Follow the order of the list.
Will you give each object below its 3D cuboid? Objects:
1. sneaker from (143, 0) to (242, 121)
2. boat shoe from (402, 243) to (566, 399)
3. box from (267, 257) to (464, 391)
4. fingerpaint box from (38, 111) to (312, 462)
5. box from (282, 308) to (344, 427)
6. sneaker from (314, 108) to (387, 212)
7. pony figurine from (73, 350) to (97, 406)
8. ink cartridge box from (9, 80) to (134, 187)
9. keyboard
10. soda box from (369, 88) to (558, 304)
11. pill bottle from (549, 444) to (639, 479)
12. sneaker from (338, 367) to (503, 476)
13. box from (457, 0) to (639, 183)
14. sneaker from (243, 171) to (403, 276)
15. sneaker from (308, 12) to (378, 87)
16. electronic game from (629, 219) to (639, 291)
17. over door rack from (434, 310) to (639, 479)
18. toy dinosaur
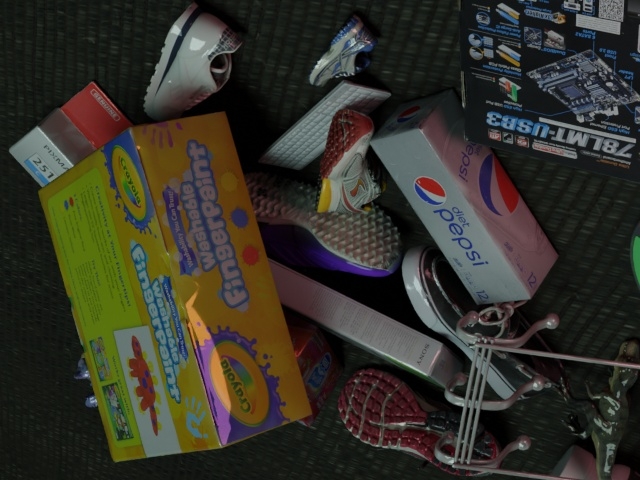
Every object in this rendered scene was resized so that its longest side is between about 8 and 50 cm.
[{"bbox_3d":[-0.183,-0.230,1.753,0.094,0.090,0.235,29,146,-2],"label":"sneaker"},{"bbox_3d":[0.236,0.113,1.736,0.105,0.113,0.306,-18,120,42],"label":"boat shoe"},{"bbox_3d":[0.052,0.125,1.865,0.322,0.059,0.232,27,175,18],"label":"box"},{"bbox_3d":[-0.223,0.080,1.811,0.371,0.163,0.445,-22,83,56],"label":"fingerpaint box"},{"bbox_3d":[-0.062,0.199,2.008,0.128,0.123,0.257,26,166,20],"label":"box"},{"bbox_3d":[0.049,-0.106,1.680,0.092,0.088,0.225,7,157,-4],"label":"sneaker"},{"bbox_3d":[-0.279,0.242,2.240,0.363,0.303,0.351,-12,153,44],"label":"pony figurine"},{"bbox_3d":[-0.354,-0.097,2.063,0.296,0.066,0.261,48,145,-14],"label":"ink cartridge box"},{"bbox_3d":[0.001,-0.154,1.701,0.072,0.014,0.256,15,153,-25],"label":"keyboard"},{"bbox_3d":[0.190,-0.052,1.609,0.098,0.091,0.286,-11,122,49],"label":"soda box"},{"bbox_3d":[0.465,0.436,1.847,0.278,0.162,0.162,32,144,8],"label":"pill bottle"},{"bbox_3d":[0.159,0.311,2.026,0.299,0.121,0.112,26,174,29],"label":"sneaker"},{"bbox_3d":[0.296,-0.207,1.362,0.295,0.073,0.293,17,140,27],"label":"box"},{"bbox_3d":[0.000,-0.001,1.840,0.293,0.102,0.146,23,149,27],"label":"sneaker"},{"bbox_3d":[0.030,-0.230,1.591,0.058,0.052,0.135,36,146,-5],"label":"sneaker"},{"bbox_3d":[0.463,0.057,1.478,0.229,0.048,0.229,43,153,28],"label":"electronic game"},{"bbox_3d":[0.330,0.230,1.674,0.324,0.108,0.240,14,124,12],"label":"over door rack"},{"bbox_3d":[0.390,0.253,1.743,0.118,0.064,0.268,26,127,43],"label":"toy dinosaur"}]
